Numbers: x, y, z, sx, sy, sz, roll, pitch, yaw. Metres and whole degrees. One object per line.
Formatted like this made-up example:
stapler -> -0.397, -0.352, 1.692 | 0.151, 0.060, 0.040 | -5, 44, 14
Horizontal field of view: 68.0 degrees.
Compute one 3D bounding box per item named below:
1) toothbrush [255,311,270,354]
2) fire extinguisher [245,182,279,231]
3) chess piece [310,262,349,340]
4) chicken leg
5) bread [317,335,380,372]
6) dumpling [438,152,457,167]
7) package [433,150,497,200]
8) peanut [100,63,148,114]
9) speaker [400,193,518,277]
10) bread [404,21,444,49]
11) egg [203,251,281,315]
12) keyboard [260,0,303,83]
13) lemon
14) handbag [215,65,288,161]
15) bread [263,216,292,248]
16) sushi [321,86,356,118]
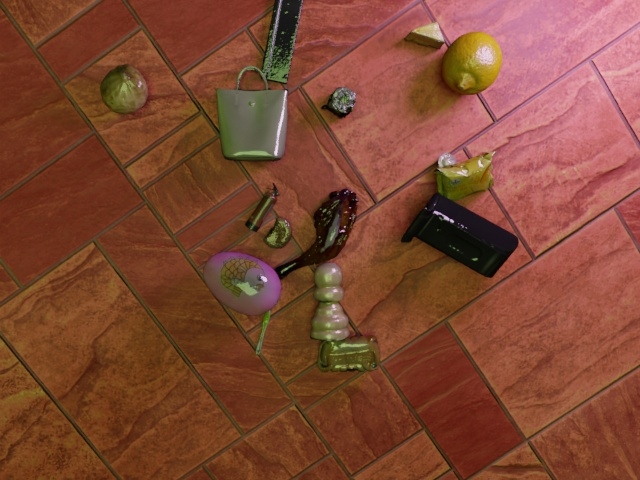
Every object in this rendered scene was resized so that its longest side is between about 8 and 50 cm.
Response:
toothbrush -> -0.196, 0.287, 1.698 | 0.022, 0.026, 0.263 | 16, 96, 2
fire extinguisher -> -0.196, -0.115, 1.639 | 0.062, 0.050, 0.177 | 36, 94, 33
chess piece -> 0.030, 0.208, 1.646 | 0.142, 0.143, 0.261 | -1, 93, -2
chicken leg -> 0.000, 0.000, 1.639 | 0.158, 0.096, 0.407 | 40, 96, -2
bread -> 0.101, 0.402, 1.695 | 0.225, 0.081, 0.134 | 1, 100, 0
dumpling -> 0.440, -0.272, 1.639 | 0.076, 0.052, 0.057 | -2, 110, 1
package -> 0.494, -0.213, 1.613 | 0.226, 0.090, 0.168 | -21, 136, -1
peanut -> -0.639, -0.488, 1.547 | 0.159, 0.109, 0.140 | -36, 86, 14
speaker -> 0.465, 0.002, 1.588 | 0.388, 0.184, 0.180 | 27, 118, -6
bread -> 0.345, -0.665, 1.571 | 0.109, 0.084, 0.080 | -19, 96, 0
egg -> -0.265, 0.144, 1.596 | 0.271, 0.196, 0.196 | 14, 96, 5
keyboard -> -0.130, -0.688, 1.584 | 0.100, 0.018, 0.310 | 11, 97, -5
lemon -> 0.491, -0.576, 1.542 | 0.187, 0.187, 0.244 | 34, 63, -6
handbag -> -0.225, -0.419, 1.566 | 0.241, 0.109, 0.315 | 0, 98, -4
bread -> -0.141, -0.022, 1.645 | 0.082, 0.060, 0.113 | 37, 96, -5
sushi -> 0.065, -0.464, 1.587 | 0.098, 0.084, 0.094 | 24, 93, -8
